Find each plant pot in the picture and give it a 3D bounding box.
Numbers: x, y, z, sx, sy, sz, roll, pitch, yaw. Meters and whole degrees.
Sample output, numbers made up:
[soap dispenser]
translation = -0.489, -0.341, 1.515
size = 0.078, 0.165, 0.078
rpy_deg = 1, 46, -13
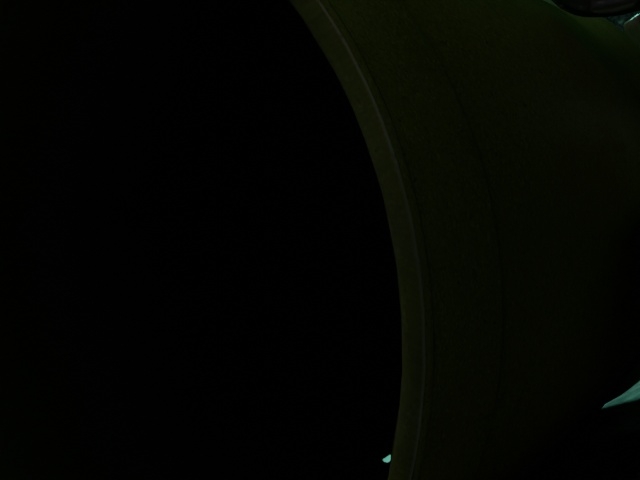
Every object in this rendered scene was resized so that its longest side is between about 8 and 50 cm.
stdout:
[plant pot]
translation = 0.000, 0.000, 0.911
size = 0.366, 0.366, 0.353
rpy_deg = -23, -7, 39

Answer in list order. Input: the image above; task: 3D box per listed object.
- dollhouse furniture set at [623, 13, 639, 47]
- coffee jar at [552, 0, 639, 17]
[dollhouse furniture set]
translation = 0.309, -0.085, 0.963
size = 0.152, 0.201, 0.374
rpy_deg = -28, -2, -34
[coffee jar]
translation = 0.169, -0.179, 0.950
size = 0.079, 0.096, 0.184
rpy_deg = -6, 18, 32
